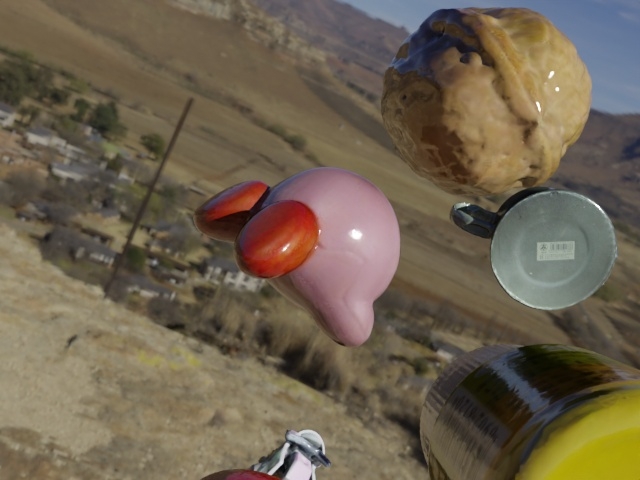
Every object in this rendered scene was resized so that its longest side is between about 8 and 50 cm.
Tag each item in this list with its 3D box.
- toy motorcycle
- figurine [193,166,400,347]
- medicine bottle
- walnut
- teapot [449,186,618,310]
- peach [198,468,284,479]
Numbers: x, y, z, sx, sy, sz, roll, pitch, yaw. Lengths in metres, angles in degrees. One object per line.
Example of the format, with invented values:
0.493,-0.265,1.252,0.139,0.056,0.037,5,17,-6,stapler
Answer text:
-0.064,0.481,1.641,0.143,0.188,0.327,42,6,-14,toy motorcycle
-0.002,-0.008,1.190,0.261,0.211,0.270,40,-3,-28,figurine
0.206,0.204,0.720,0.224,0.224,0.384,25,-1,-3,medicine bottle
0.256,-0.214,1.295,0.306,0.306,0.344,21,13,-18,walnut
0.293,-0.009,1.144,0.239,0.162,0.149,12,18,-1,teapot
-0.039,0.197,0.496,0.151,0.118,0.151,-12,-6,-1,peach
